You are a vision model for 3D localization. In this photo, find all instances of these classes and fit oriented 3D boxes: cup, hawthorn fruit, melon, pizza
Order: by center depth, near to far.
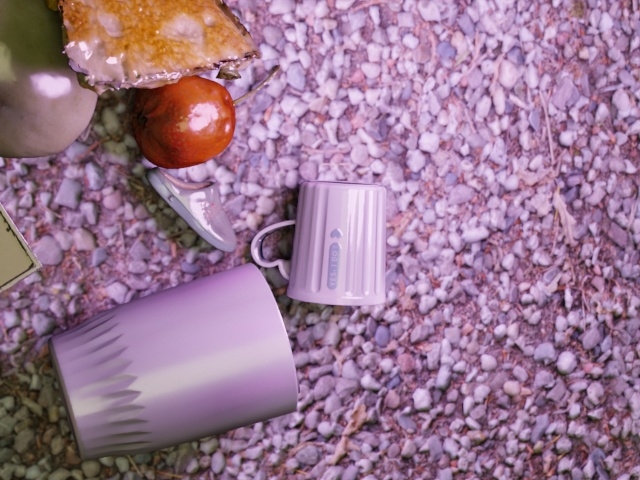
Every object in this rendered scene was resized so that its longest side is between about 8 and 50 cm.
[{"bbox_3d":[-0.469,-0.255,1.712,0.308,0.272,0.272,17,92,-26],"label":"melon"},{"bbox_3d":[-0.259,-0.360,1.779,0.391,0.080,0.435,13,52,-42],"label":"pizza"},{"bbox_3d":[-0.227,0.199,1.879,0.371,0.253,0.253,-16,104,-16],"label":"cup"},{"bbox_3d":[-0.175,-0.214,1.916,0.285,0.165,0.165,-24,108,-41],"label":"hawthorn fruit"},{"bbox_3d":[0.008,0.002,1.985,0.221,0.167,0.202,2,95,-23],"label":"cup"}]

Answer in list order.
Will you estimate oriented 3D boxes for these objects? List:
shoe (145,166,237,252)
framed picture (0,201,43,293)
[{"bbox_3d":[-0.197,-0.063,1.938,0.195,0.079,0.078,41,97,-17],"label":"shoe"},{"bbox_3d":[-0.578,-0.014,1.833,0.189,0.023,0.260,-34,109,-13],"label":"framed picture"}]
